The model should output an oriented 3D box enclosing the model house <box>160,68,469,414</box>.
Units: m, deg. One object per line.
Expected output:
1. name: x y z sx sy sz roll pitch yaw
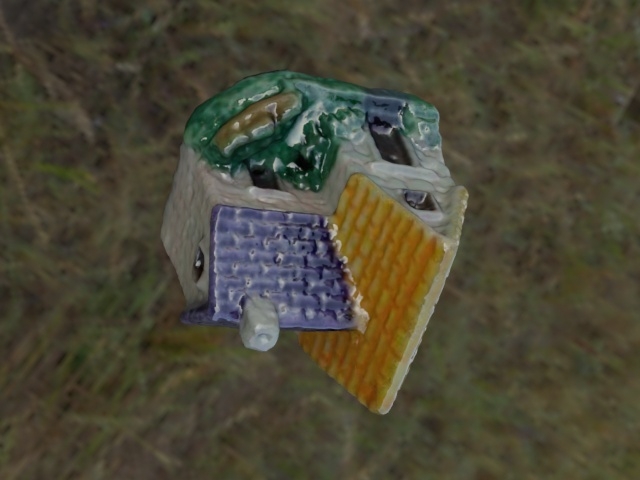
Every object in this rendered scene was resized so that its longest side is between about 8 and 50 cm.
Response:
1. model house: 0.000 0.000 0.677 0.101 0.100 0.088 7 125 -21
